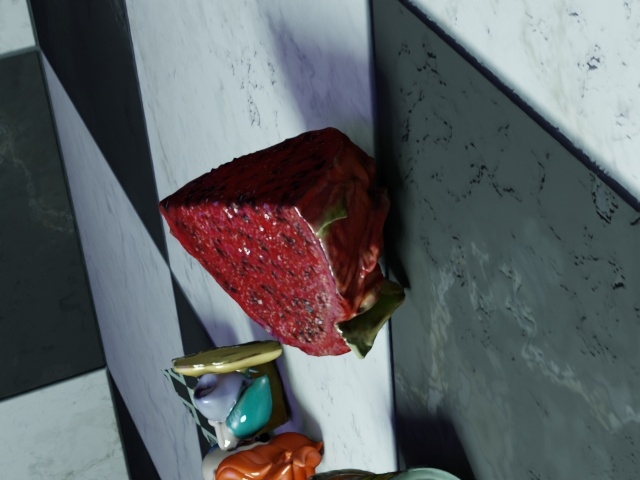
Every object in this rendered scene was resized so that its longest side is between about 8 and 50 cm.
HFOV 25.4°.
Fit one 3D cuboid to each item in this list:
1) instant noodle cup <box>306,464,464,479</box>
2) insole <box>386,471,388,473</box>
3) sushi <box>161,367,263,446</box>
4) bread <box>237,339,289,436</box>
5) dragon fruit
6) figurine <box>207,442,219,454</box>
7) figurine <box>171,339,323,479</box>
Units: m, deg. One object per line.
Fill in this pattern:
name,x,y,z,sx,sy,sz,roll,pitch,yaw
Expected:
instant noodle cup,0.070,0.307,1.437,0.193,0.193,0.212,69,156,12
insole,0.085,0.323,1.682,0.045,0.002,0.135,-123,23,-43
sushi,-0.137,0.280,2.252,0.231,0.047,0.220,58,154,-7
bread,-0.093,0.211,2.032,0.053,0.074,0.132,145,109,-85
dragon fruit,0.000,0.000,1.418,0.317,0.152,0.205,3,128,59
figurine,-0.111,0.345,2.149,0.149,0.087,0.086,-5,98,55
figurine,-0.100,0.275,1.917,0.181,0.208,0.257,-43,-57,-82
